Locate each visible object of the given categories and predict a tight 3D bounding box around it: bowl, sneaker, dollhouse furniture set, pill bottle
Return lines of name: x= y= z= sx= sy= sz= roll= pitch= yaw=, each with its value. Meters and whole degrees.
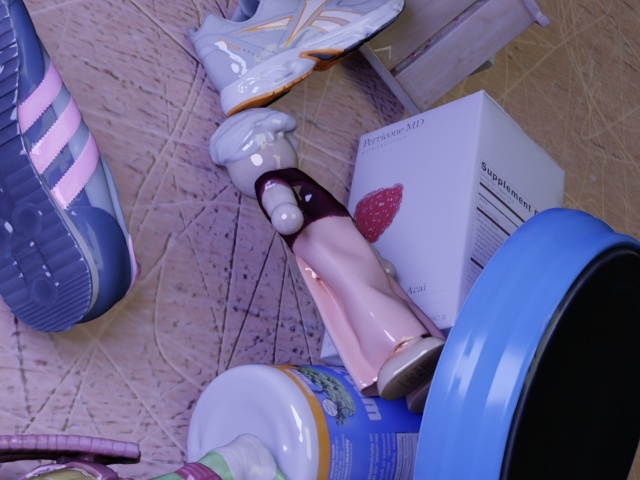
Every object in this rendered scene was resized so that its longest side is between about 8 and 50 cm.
bowl: x=0.219 y=0.165 z=1.184 sx=0.391 sy=0.077 sz=0.391 roll=-28 pitch=125 yaw=-49
sneaker: x=-0.022 y=-0.233 z=1.304 sx=0.262 sy=0.099 sz=0.121 roll=-35 pitch=94 yaw=-35
dollhouse furniture set: x=0.159 y=-0.327 z=1.488 sx=0.355 sy=0.303 sz=0.174 roll=50 pitch=6 yaw=-26
sneaker: x=-0.239 y=-0.085 z=1.031 sx=0.131 sy=0.112 sz=0.318 roll=-20 pitch=93 yaw=-68
pill bottle: x=0.022 y=0.192 z=1.166 sx=0.272 sy=0.152 sz=0.152 roll=7 pitch=70 yaw=-48

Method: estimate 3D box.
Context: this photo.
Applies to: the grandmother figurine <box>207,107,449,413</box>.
grandmother figurine: x=0.000 y=0.000 z=1.163 sx=0.342 sy=0.104 sz=0.208 roll=53 pitch=1 yaw=30

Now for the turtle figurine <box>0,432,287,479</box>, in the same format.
turtle figurine: x=-0.131 y=0.255 z=0.934 sx=0.266 sy=0.275 sz=0.197 roll=-8 pitch=115 yaw=-55

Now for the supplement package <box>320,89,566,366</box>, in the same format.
supplement package: x=0.138 y=0.020 z=1.350 sx=0.175 sy=0.178 sz=0.292 roll=38 pitch=49 yaw=-36

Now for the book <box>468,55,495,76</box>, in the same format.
book: x=0.182 y=-0.266 z=1.583 sx=0.035 sy=0.096 sz=0.144 roll=39 pitch=49 yaw=-35
